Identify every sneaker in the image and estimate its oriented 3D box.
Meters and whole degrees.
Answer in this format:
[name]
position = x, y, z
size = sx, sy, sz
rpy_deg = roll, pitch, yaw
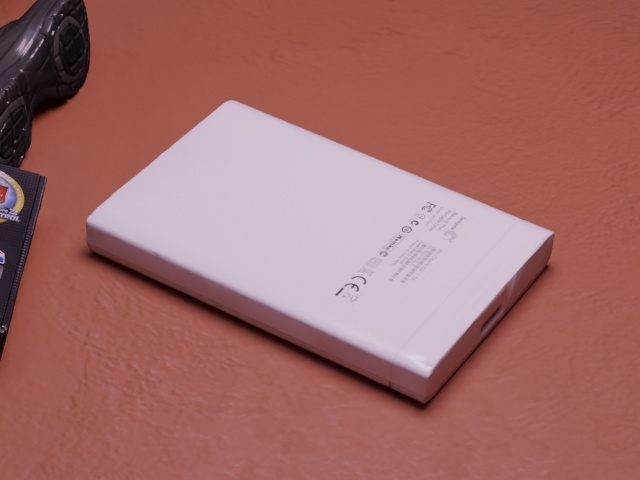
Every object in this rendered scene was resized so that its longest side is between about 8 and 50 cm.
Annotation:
[sneaker]
position = -0.318, -0.168, 1.799
size = 0.130, 0.109, 0.286
rpy_deg = 9, 37, 17

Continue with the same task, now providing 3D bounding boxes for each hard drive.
[hard drive]
position = 0.000, 0.000, 1.652
size = 0.353, 0.047, 0.233
rpy_deg = 24, 44, 23

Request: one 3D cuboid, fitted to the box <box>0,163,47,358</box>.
[box]
position = -0.386, -0.003, 1.574
size = 0.270, 0.060, 0.216
rpy_deg = 14, 39, -8
